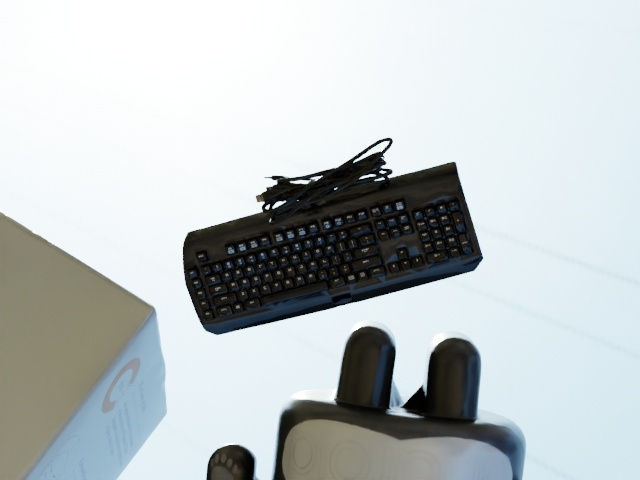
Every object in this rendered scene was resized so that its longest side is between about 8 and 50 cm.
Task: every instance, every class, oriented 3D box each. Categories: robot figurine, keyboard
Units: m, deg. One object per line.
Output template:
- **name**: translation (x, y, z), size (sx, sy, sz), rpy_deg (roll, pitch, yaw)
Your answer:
- **robot figurine**: translation (0.046, 0.196, 1.165), size (0.209, 0.174, 0.278), rpy_deg (7, -89, 41)
- **keyboard**: translation (0.000, 0.000, 1.098), size (0.192, 0.100, 0.038), rpy_deg (-16, -166, 10)

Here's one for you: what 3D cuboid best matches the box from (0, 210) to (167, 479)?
- **box**: translation (-0.288, 0.184, 1.354), size (0.168, 0.215, 0.345), rpy_deg (31, -115, 13)
